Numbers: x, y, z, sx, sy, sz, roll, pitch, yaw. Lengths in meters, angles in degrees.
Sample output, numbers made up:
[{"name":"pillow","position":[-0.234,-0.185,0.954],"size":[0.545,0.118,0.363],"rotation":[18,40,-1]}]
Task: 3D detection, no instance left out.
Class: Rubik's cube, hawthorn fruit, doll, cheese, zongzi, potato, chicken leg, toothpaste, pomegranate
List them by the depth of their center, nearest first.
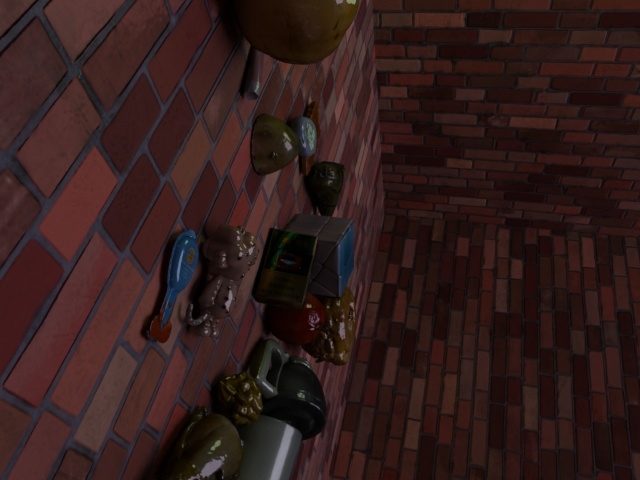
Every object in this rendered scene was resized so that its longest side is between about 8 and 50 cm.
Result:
[{"name":"cheese","position":[-0.305,0.091,1.107],"size":[0.106,0.037,0.256],"rotation":[65,35,-62]},{"name":"chicken leg","position":[-0.299,0.512,1.122],"size":[0.429,0.153,0.201],"rotation":[-21,99,-68]},{"name":"pomegranate","position":[-0.064,-0.588,1.236],"size":[0.332,0.333,0.332],"rotation":[6,90,-76]},{"name":"doll","position":[-0.236,0.093,1.256],"size":[0.154,0.119,0.278],"rotation":[60,48,-66]},{"name":"toothpaste","position":[-0.171,-0.463,1.405],"size":[0.067,0.043,0.194],"rotation":[62,31,-62]},{"name":"potato","position":[-0.117,-0.279,1.547],"size":[0.202,0.117,0.182],"rotation":[-21,114,-73]},{"name":"hawthorn fruit","position":[-0.063,0.263,1.757],"size":[0.196,0.226,0.196],"rotation":[-29,128,-44]},{"name":"Rubik's cube","position":[-0.010,0.049,1.883],"size":[0.224,0.221,0.231],"rotation":[-58,150,-59]},{"name":"zongzi","position":[0.014,-0.176,2.103],"size":[0.251,0.125,0.274],"rotation":[-31,132,-74]}]

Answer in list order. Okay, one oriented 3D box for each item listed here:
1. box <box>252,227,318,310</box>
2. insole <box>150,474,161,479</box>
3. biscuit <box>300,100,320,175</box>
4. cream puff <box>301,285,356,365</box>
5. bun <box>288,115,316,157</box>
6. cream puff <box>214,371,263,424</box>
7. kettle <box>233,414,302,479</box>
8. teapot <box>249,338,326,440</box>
[{"name":"box","position":[-0.105,0.088,1.660],"size":[0.071,0.159,0.240],"rotation":[85,16,-63]},{"name":"insole","position":[-0.350,0.573,1.193],"size":[0.197,0.004,0.065],"rotation":[77,24,-53]},{"name":"biscuit","position":[-0.040,-0.378,1.955],"size":[0.183,0.043,0.280],"rotation":[9,92,-72]},{"name":"cream puff","position":[0.011,0.314,2.062],"size":[0.327,0.231,0.342],"rotation":[-63,149,-67]},{"name":"bun","position":[-0.069,-0.347,1.776],"size":[0.141,0.083,0.140],"rotation":[-1,90,-69]},{"name":"cream puff","position":[-0.227,0.429,1.416],"size":[0.116,0.146,0.146],"rotation":[-1,99,-37]},{"name":"kettle","position":[-0.195,0.652,1.452],"size":[0.265,0.205,0.318],"rotation":[82,22,-53]},{"name":"teapot","position":[-0.134,0.485,1.724],"size":[0.239,0.322,0.239],"rotation":[-47,-155,29]}]
